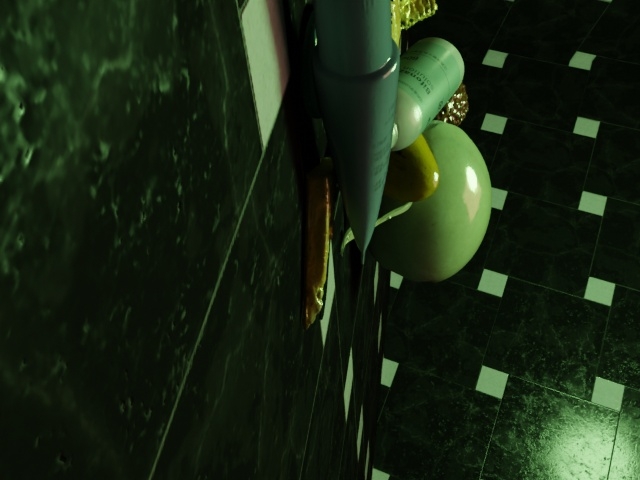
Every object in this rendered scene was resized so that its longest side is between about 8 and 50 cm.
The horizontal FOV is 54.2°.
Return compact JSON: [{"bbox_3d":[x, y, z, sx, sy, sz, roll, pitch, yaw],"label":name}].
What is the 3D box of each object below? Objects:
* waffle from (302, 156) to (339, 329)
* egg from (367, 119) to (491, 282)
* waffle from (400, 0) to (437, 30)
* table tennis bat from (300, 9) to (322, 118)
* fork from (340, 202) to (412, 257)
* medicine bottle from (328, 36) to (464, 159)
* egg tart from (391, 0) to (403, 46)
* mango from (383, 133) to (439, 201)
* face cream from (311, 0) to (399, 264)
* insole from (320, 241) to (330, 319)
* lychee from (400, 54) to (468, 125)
[{"bbox_3d":[0.000,0.000,0.784,0.125,0.032,0.191,-65,159,-72],"label":"waffle"},{"bbox_3d":[0.221,-0.091,1.320,0.278,0.278,0.336,-67,165,-64],"label":"egg"},{"bbox_3d":[0.147,-0.513,1.139,0.312,0.060,0.307,18,67,-60],"label":"waffle"},{"bbox_3d":[0.009,-0.218,0.729,0.201,0.033,0.124,-63,158,-56],"label":"table tennis bat"},{"bbox_3d":[0.104,-0.038,1.119,0.219,0.028,0.034,-35,146,-35],"label":"fork"},{"bbox_3d":[0.115,-0.202,0.973,0.352,0.110,0.110,-50,148,-41],"label":"medicine bottle"},{"bbox_3d":[0.070,-0.321,0.901,0.212,0.090,0.213,1,90,-78],"label":"egg tart"},{"bbox_3d":[0.140,-0.149,1.147,0.098,0.195,0.137,17,112,-51],"label":"mango"},{"bbox_3d":[0.043,-0.127,0.691,0.385,0.086,0.135,80,14,-57],"label":"face cream"},{"bbox_3d":[0.008,0.040,0.916,0.053,0.002,0.153,5,89,-81],"label":"insole"},{"bbox_3d":[0.279,-0.399,1.731,0.271,0.271,0.271,4,90,-81],"label":"lychee"}]
